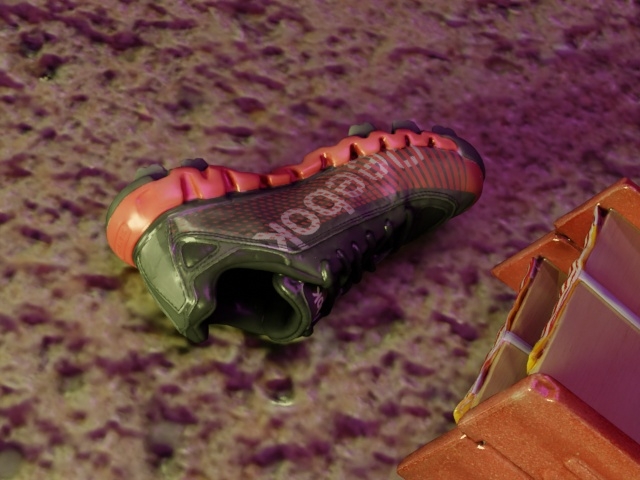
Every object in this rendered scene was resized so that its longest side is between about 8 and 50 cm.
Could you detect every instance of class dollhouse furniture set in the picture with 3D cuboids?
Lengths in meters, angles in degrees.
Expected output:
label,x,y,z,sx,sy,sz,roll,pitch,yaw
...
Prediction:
label,x,y,z,sx,sy,sz,roll,pitch,yaw
dollhouse furniture set,0.260,0.163,1.116,0.374,0.152,0.201,39,49,-7

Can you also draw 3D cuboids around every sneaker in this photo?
label,x,y,z,sx,sy,sz,roll,pitch,yaw
sneaker,0.000,0.000,1.174,0.276,0.097,0.135,-13,57,-22
